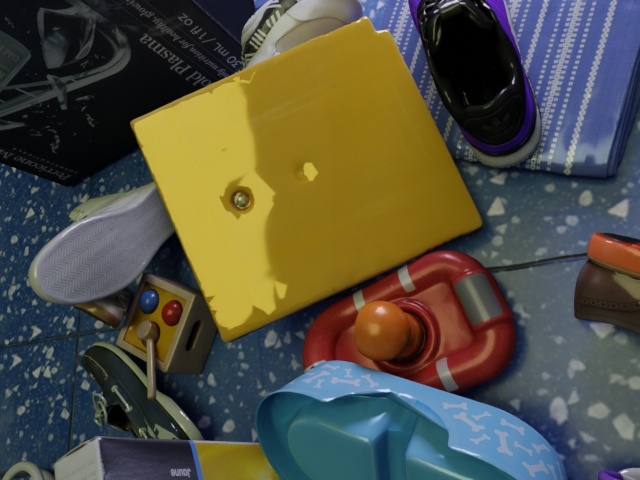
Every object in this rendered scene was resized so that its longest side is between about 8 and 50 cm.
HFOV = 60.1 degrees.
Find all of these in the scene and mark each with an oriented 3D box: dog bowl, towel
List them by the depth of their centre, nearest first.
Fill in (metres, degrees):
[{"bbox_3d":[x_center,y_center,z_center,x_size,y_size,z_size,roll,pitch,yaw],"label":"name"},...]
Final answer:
[{"bbox_3d":[0.079,0.204,0.509,0.298,0.074,0.165,11,122,32],"label":"dog bowl"},{"bbox_3d":[0.210,-0.209,0.676,0.336,0.040,0.243,14,86,33],"label":"towel"}]

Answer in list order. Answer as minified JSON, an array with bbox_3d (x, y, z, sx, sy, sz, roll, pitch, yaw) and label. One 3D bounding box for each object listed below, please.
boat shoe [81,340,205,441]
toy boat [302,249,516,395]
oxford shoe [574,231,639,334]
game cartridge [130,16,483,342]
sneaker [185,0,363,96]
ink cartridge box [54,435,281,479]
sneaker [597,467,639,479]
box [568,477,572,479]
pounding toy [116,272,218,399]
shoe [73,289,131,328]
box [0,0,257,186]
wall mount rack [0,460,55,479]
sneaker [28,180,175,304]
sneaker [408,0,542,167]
[{"bbox_3d":[-0.268,0.234,0.773,0.255,0.095,0.079,33,51,27],"label":"boat shoe"},{"bbox_3d":[0.078,0.101,0.586,0.231,0.151,0.150,-30,63,19],"label":"toy boat"},{"bbox_3d":[0.364,0.079,0.481,0.272,0.097,0.098,25,109,37],"label":"oxford shoe"},{"bbox_3d":[-0.019,-0.075,0.648,0.324,0.052,0.285,-24,84,-2],"label":"game cartridge"},{"bbox_3d":[-0.060,-0.166,0.756,0.366,0.137,0.210,-38,62,20],"label":"sneaker"},{"bbox_3d":[-0.078,0.338,0.500,0.072,0.304,0.307,-35,56,16],"label":"ink cartridge box"},{"bbox_3d":[0.240,0.286,0.463,0.282,0.102,0.161,-29,76,7],"label":"sneaker"},{"bbox_3d":[0.141,0.306,0.555,0.159,0.044,0.233,32,92,32],"label":"box"},{"bbox_3d":[-0.217,0.132,0.774,0.130,0.100,0.141,17,85,32],"label":"pounding toy"},{"bbox_3d":[-0.324,0.081,0.818,0.058,0.077,0.219,-62,21,-12],"label":"shoe"},{"bbox_3d":[-0.415,-0.361,0.803,0.472,0.480,0.297,-22,67,23],"label":"box"},{"bbox_3d":[-0.402,0.498,0.766,0.304,0.130,0.349,28,90,36],"label":"wall mount rack"},{"bbox_3d":[-0.326,0.006,0.802,0.169,0.292,0.108,-11,112,31],"label":"sneaker"},{"bbox_3d":[0.156,-0.232,0.603,0.102,0.146,0.293,-26,66,24],"label":"sneaker"}]
